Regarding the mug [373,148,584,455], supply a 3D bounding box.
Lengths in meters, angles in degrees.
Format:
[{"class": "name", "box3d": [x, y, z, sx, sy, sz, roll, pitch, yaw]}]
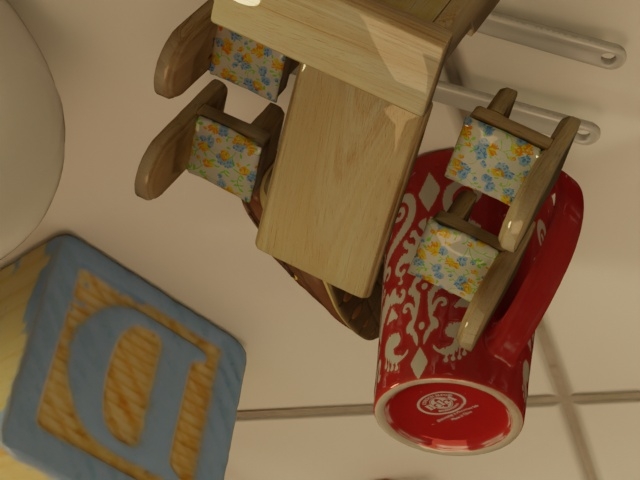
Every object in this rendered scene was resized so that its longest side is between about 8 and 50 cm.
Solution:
[{"class": "mug", "box3d": [0.090, 0.031, 0.951, 0.113, 0.169, 0.150, 12, 143, -3]}]

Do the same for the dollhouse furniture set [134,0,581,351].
[{"class": "dollhouse furniture set", "box3d": [0.012, -0.060, 0.784, 0.212, 0.161, 0.242, 25, 131, 11]}]

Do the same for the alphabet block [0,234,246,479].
[{"class": "alphabet block", "box3d": [-0.199, 0.143, 1.149, 0.197, 0.192, 0.193, -28, 128, 38]}]

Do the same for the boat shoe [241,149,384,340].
[{"class": "boat shoe", "box3d": [0.000, 0.000, 1.030, 0.060, 0.064, 0.178, 19, 155, 43]}]

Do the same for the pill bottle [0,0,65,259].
[{"class": "pill bottle", "box3d": [-0.355, -0.012, 0.949, 0.224, 0.224, 0.392, 33, 137, -28]}]

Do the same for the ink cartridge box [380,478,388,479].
[{"class": "ink cartridge box", "box3d": [0.057, 0.241, 1.351, 0.115, 0.029, 0.063, -17, 135, 30]}]

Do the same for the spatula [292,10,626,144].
[{"class": "spatula", "box3d": [0.069, -0.131, 0.871, 0.242, 0.019, 0.168, 15, 137, -6]}]
